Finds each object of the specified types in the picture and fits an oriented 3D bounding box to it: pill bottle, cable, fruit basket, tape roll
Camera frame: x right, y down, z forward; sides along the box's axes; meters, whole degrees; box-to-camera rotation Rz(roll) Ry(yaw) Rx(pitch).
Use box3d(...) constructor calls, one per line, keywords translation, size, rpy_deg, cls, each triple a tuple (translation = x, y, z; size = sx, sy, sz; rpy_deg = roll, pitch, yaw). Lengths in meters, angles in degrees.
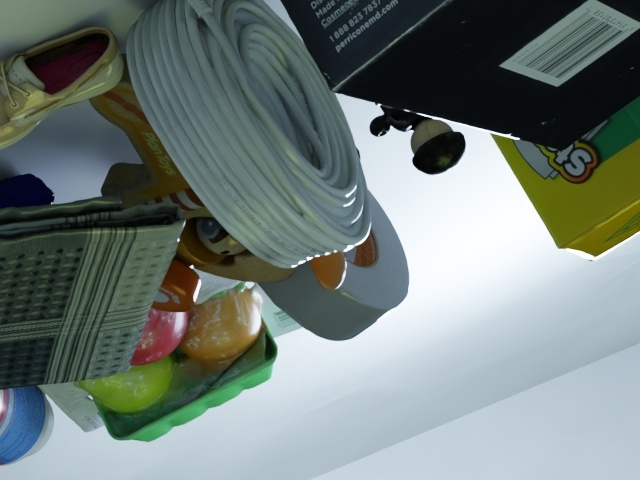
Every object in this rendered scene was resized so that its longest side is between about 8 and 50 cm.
box3d(translation=(-0.397, 0.204, 1.804), size=(0.124, 0.124, 0.221), rpy_deg=(-29, 162, 4), cls="pill bottle")
box3d(translation=(-0.055, -0.098, 1.255), size=(0.089, 0.257, 0.257), rpy_deg=(-28, 161, 18), cls="cable")
box3d(translation=(-0.197, 0.098, 1.834), size=(0.327, 0.165, 0.353), rpy_deg=(-28, 147, -2), cls="fruit basket")
box3d(translation=(0.000, 0.000, 1.669), size=(0.072, 0.219, 0.219), rpy_deg=(-37, 160, 28), cls="tape roll")

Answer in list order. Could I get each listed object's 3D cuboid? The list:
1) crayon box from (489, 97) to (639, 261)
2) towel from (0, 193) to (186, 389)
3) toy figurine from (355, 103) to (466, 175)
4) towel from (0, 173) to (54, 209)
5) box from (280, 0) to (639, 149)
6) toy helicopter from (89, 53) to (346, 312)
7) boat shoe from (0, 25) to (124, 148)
box3d(translation=(0.235, -0.219, 1.168), size=(0.313, 0.363, 0.106), rpy_deg=(-34, 162, 20), cls="crayon box")
box3d(translation=(-0.297, 0.055, 1.401), size=(0.312, 0.056, 0.324), rpy_deg=(-5, 152, -23), cls="towel")
box3d(translation=(0.076, -0.153, 1.473), size=(0.209, 0.148, 0.213), rpy_deg=(-14, 158, -38), cls="toy figurine")
box3d(translation=(-0.404, 0.048, 1.443), size=(0.308, 0.076, 0.227), rpy_deg=(-20, 162, -23), cls="towel")
box3d(translation=(0.083, -0.245, 0.959), size=(0.179, 0.312, 0.343), rpy_deg=(-36, 160, 24), cls="box")
box3d(translation=(-0.108, -0.054, 1.422), size=(0.235, 0.140, 0.355), rpy_deg=(8, 153, 22), cls="toy helicopter")
box3d(translation=(-0.238, -0.128, 1.232), size=(0.170, 0.063, 0.059), rpy_deg=(-32, 162, -19), cls="boat shoe")
